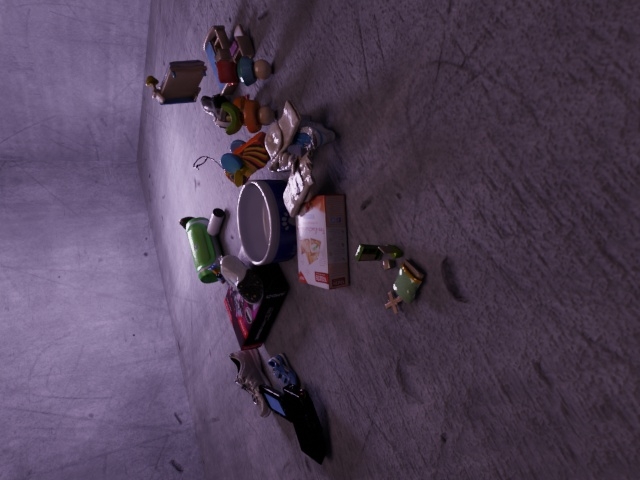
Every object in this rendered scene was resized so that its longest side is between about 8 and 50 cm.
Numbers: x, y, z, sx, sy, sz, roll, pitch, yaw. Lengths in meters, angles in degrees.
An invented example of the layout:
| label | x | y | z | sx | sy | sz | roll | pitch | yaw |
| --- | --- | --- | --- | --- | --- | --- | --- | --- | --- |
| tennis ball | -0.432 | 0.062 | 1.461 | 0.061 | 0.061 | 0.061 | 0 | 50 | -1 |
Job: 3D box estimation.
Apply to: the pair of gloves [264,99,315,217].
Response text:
| label | x | y | z | sx | sy | sz | roll | pitch | yaw |
| --- | --- | --- | --- | --- | --- | --- | --- | --- | --- |
| pair of gloves | -0.082 | -0.201 | 1.027 | 0.204 | 0.042 | 0.240 | -42 | 63 | 57 |

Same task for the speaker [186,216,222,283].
| label | x | y | z | sx | sy | sz | roll | pitch | yaw |
| --- | --- | --- | --- | --- | --- | --- | --- | --- | --- |
| speaker | -0.528 | 0.043 | 1.858 | 0.131 | 0.131 | 0.296 | -54 | 51 | 48 |

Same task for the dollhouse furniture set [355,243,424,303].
| label | x | y | z | sx | sy | sz | roll | pitch | yaw |
| --- | --- | --- | --- | --- | --- | --- | --- | --- | --- |
| dollhouse furniture set | 0.138 | 0.059 | 0.837 | 0.152 | 0.058 | 0.076 | 51 | 131 | 47 |

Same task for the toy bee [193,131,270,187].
| label | x | y | z | sx | sy | sz | roll | pitch | yaw |
| --- | --- | --- | --- | --- | --- | --- | --- | --- | --- |
| toy bee | -0.253 | -0.249 | 1.342 | 0.298 | 0.195 | 0.162 | 9 | 146 | 48 |

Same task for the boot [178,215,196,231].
| label | x | y | z | sx | sy | sz | roll | pitch | yaw |
| --- | --- | --- | --- | --- | --- | --- | --- | --- | --- |
| boot | -0.621 | -0.043 | 1.995 | 0.219 | 0.082 | 0.106 | 74 | 170 | -76 |

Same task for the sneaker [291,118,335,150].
| label | x | y | z | sx | sy | sz | roll | pitch | yaw |
| --- | --- | --- | --- | --- | --- | --- | --- | --- | --- |
| sneaker | -0.031 | -0.274 | 1.036 | 0.190 | 0.083 | 0.071 | 40 | 136 | 45 |

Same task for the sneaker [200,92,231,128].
| label | x | y | z | sx | sy | sz | roll | pitch | yaw |
| --- | --- | --- | --- | --- | --- | --- | --- | --- | --- |
| sneaker | -0.409 | -0.541 | 1.614 | 0.234 | 0.078 | 0.106 | 50 | 133 | 37 |

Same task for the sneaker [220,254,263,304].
| label | x | y | z | sx | sy | sz | roll | pitch | yaw |
| --- | --- | --- | --- | --- | --- | --- | --- | --- | --- |
| sneaker | -0.248 | 0.132 | 1.304 | 0.237 | 0.085 | 0.086 | 41 | 152 | 43 |

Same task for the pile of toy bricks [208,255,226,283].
| label | x | y | z | sx | sy | sz | roll | pitch | yaw |
| --- | --- | --- | --- | --- | --- | --- | --- | --- | --- |
| pile of toy bricks | -0.365 | 0.140 | 1.652 | 0.212 | 0.118 | 0.105 | 5 | 132 | 49 |

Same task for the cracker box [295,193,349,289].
| label | x | y | z | sx | sy | sz | roll | pitch | yaw |
| --- | --- | --- | --- | --- | --- | --- | --- | --- | --- |
| cracker box | 0.000 | 0.000 | 1.051 | 0.155 | 0.067 | 0.232 | 4 | 100 | 59 |

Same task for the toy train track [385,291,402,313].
| label | x | y | z | sx | sy | sz | roll | pitch | yaw |
| --- | --- | --- | --- | --- | --- | --- | --- | --- | --- |
| toy train track | 0.168 | 0.124 | 0.855 | 0.083 | 0.014 | 0.048 | -43 | 52 | 46 |

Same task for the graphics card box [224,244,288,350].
| label | x | y | z | sx | sy | sz | roll | pitch | yaw |
| --- | --- | --- | --- | --- | --- | --- | --- | --- | --- |
| graphics card box | -0.241 | 0.199 | 1.452 | 0.233 | 0.094 | 0.371 | 61 | 140 | 33 |

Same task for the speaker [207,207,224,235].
| label | x | y | z | sx | sy | sz | roll | pitch | yaw |
| --- | --- | --- | --- | --- | --- | --- | --- | --- | --- |
| speaker | -0.465 | -0.082 | 1.800 | 0.055 | 0.055 | 0.136 | 65 | 144 | 28 |

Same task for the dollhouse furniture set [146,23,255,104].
| label | x | y | z | sx | sy | sz | roll | pitch | yaw |
| --- | --- | --- | --- | --- | --- | --- | --- | --- | --- |
| dollhouse furniture set | -0.439 | -0.636 | 1.394 | 0.286 | 0.303 | 0.198 | -26 | 85 | 57 |

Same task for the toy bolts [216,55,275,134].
| label | x | y | z | sx | sy | sz | roll | pitch | yaw |
| --- | --- | --- | --- | --- | --- | --- | --- | --- | --- |
| toy bolts | -0.218 | -0.468 | 1.308 | 0.218 | 0.158 | 0.229 | -67 | -27 | -68 |

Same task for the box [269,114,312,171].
| label | x | y | z | sx | sy | sz | roll | pitch | yaw |
| --- | --- | --- | --- | --- | --- | --- | --- | --- | --- |
| box | -0.088 | -0.274 | 1.174 | 0.186 | 0.038 | 0.145 | 9 | 103 | 58 |

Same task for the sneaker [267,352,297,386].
| label | x | y | z | sx | sy | sz | roll | pitch | yaw |
| --- | --- | --- | --- | --- | --- | --- | --- | --- | --- |
| sneaker | -0.124 | 0.439 | 1.337 | 0.144 | 0.059 | 0.053 | 45 | 130 | 42 |

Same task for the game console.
| label | x | y | z | sx | sy | sz | roll | pitch | yaw |
| --- | --- | --- | --- | --- | --- | --- | --- | --- | --- |
| game console | -0.101 | 0.553 | 1.299 | 0.361 | 0.044 | 0.213 | -9 | 99 | 58 |

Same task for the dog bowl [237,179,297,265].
| label | x | y | z | sx | sy | sz | roll | pitch | yaw |
| --- | --- | --- | --- | --- | --- | --- | --- | --- | --- |
| dog bowl | -0.165 | -0.059 | 1.273 | 0.265 | 0.104 | 0.265 | 17 | 110 | 56 |

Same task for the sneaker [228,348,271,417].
| label | x | y | z | sx | sy | sz | roll | pitch | yaw |
| --- | --- | --- | --- | --- | --- | --- | --- | --- | --- |
| sneaker | -0.267 | 0.538 | 1.531 | 0.281 | 0.115 | 0.105 | 59 | 141 | 34 |

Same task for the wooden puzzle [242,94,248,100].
| label | x | y | z | sx | sy | sz | roll | pitch | yaw |
| --- | --- | --- | --- | --- | --- | --- | --- | --- | --- |
| wooden puzzle | -0.271 | -0.494 | 1.460 | 0.083 | 0.006 | 0.049 | 17 | 110 | 56 |
